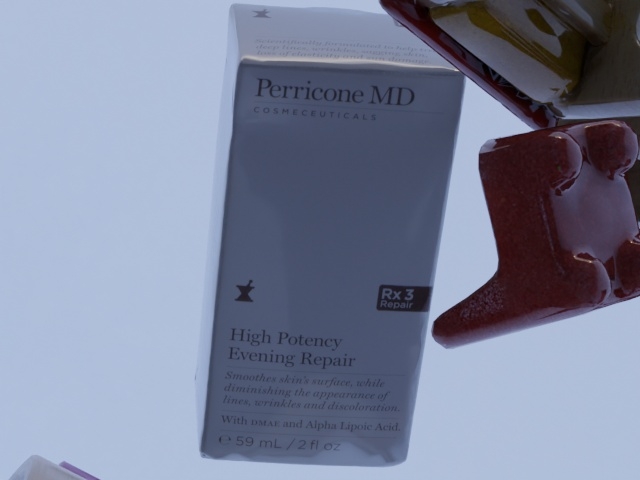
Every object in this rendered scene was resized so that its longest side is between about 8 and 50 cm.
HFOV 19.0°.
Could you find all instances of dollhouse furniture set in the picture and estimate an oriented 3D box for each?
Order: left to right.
[{"bbox_3d":[0.134,0.026,0.769,0.152,0.374,0.201,-13,-125,43],"label":"dollhouse furniture set"}]

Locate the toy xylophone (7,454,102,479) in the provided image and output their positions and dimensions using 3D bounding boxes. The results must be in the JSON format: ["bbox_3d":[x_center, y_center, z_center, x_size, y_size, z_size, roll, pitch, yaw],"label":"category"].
[{"bbox_3d":[-0.056,0.211,0.510,0.236,0.081,0.322,35,-130,-3],"label":"toy xylophone"}]

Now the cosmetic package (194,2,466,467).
[{"bbox_3d":[0.000,0.000,0.996,0.117,0.231,0.085,2,-152,-7],"label":"cosmetic package"}]
